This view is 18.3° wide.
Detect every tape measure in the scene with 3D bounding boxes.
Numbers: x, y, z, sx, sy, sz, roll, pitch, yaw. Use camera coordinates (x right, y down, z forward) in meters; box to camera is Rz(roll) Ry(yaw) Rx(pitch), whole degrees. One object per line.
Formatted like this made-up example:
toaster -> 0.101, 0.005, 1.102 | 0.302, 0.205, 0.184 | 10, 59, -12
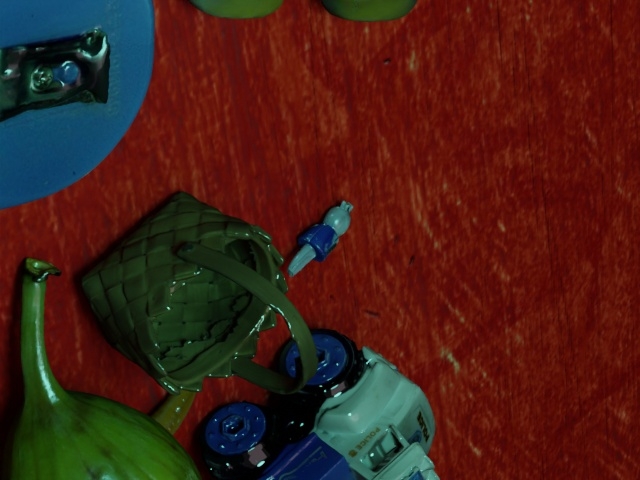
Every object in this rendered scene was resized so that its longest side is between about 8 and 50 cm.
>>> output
tape measure -> -0.221, -0.065, 1.344 | 0.215, 0.098, 0.351 | -19, 129, -36

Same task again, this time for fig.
fig -> -0.184, 0.148, 1.482 | 0.151, 0.151, 0.259 | -35, 122, -25

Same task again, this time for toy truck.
toy truck -> 0.012, 0.200, 1.687 | 0.213, 0.177, 0.161 | -41, 137, -18

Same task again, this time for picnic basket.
picnic basket -> -0.077, 0.055, 1.495 | 0.138, 0.178, 0.128 | -44, 145, -25

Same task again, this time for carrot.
carrot -> -0.143, 0.161, 1.615 | 0.142, 0.035, 0.035 | -45, 139, -20

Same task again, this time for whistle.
whistle -> 0.000, 0.000, 1.663 | 0.083, 0.029, 0.033 | -46, 155, -24

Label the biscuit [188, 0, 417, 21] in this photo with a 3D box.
biscuit -> 0.019, -0.299, 1.463 | 0.237, 0.062, 0.290 | -3, 115, -44
